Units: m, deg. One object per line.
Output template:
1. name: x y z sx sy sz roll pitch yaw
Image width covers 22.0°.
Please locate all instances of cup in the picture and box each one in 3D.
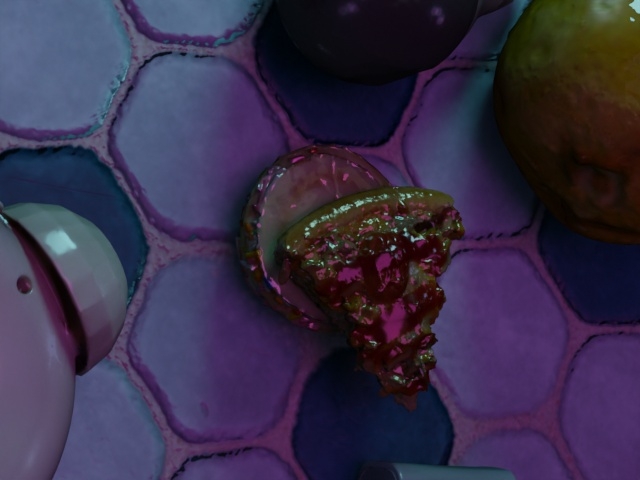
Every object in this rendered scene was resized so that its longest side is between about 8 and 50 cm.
1. cup: 0.103 0.263 1.483 0.129 0.095 0.128 9 83 -25

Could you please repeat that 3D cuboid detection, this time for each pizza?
1. pizza: 0.062 0.054 1.421 0.188 0.062 0.199 -20 95 -27

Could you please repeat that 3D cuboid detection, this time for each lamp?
1. lamp: 0.082 -0.231 1.505 0.314 0.182 0.182 -8 89 -61

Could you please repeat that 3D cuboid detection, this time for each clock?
1. clock: -0.328 0.094 1.227 0.342 0.184 0.326 24 70 -30

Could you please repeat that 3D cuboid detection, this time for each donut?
1. donut: 0.000 0.000 1.466 0.174 0.068 0.175 4 81 -28

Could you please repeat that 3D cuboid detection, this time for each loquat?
1. loquat: 0.307 -0.141 1.543 0.284 0.276 0.276 -42 105 -28
